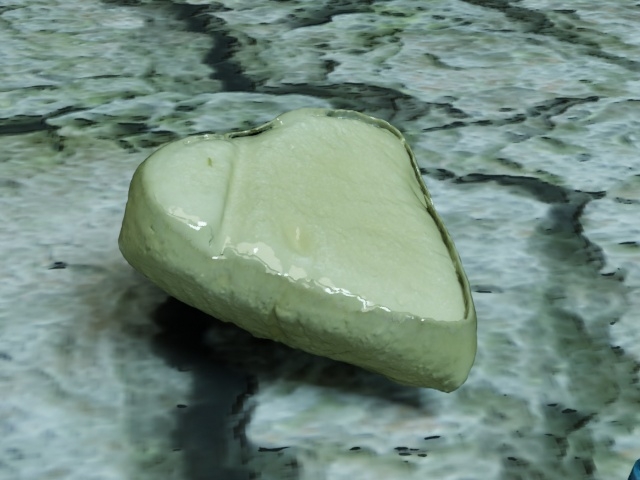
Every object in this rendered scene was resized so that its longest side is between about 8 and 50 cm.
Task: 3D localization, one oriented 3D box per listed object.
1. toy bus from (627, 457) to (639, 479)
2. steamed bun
[{"bbox_3d":[0.229,0.200,0.396,0.134,0.113,0.246,-9,42,-6],"label":"toy bus"},{"bbox_3d":[-0.025,0.003,0.605,0.212,0.110,0.231,10,37,-17],"label":"steamed bun"}]
